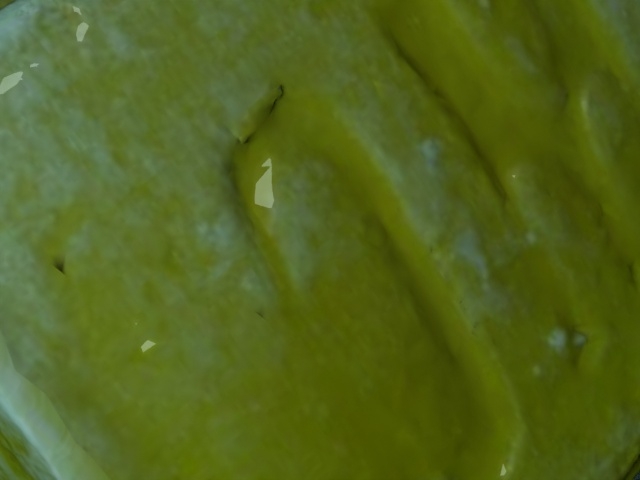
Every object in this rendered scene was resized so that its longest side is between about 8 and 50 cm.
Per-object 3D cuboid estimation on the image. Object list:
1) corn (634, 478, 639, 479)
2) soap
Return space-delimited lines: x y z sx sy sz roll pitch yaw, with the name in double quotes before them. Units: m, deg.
"corn" 0.253 0.170 0.621 0.313 0.102 0.102 13 56 -7
"soap" 0.000 0.000 0.582 0.335 0.156 0.293 -39 108 -29
